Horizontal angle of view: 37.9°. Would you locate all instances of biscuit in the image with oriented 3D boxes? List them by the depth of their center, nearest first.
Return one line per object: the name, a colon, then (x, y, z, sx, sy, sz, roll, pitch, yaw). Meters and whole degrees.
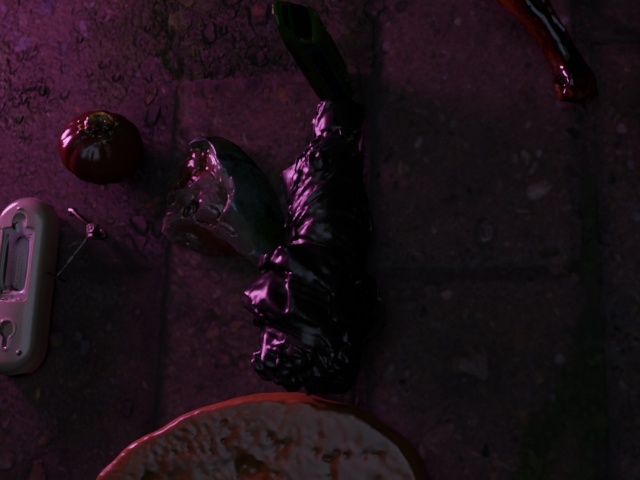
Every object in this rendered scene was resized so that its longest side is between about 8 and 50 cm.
biscuit: (-0.064, 0.346, 0.983, 0.384, 0.062, 0.365, -6, 77, 12)

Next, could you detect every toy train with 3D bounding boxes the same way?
toy train: (-0.003, -0.205, 1.011, 0.042, 0.209, 0.044, -14, 75, 10)

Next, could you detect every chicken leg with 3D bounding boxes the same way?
chicken leg: (0.232, -0.344, 1.049, 0.157, 0.096, 0.407, -3, 79, -5)

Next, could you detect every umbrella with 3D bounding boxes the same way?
umbrella: (-0.012, 0.002, 1.021, 0.154, 0.128, 0.337, -2, 68, -9)

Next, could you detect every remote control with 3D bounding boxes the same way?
remote control: (-0.367, 0.055, 1.137, 0.078, 0.042, 0.222, 1, 78, 14)

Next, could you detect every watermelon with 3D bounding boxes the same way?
watermelon: (-0.124, -0.032, 1.083, 0.139, 0.071, 0.187, -30, 73, 11)

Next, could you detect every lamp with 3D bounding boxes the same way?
lamp: (-0.264, -0.112, 1.124, 0.101, 0.090, 0.101, 5, 48, -5)

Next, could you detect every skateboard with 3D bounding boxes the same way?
skateboard: (-0.310, 0.005, 1.143, 0.063, 0.032, 0.083, 35, 86, 29)
